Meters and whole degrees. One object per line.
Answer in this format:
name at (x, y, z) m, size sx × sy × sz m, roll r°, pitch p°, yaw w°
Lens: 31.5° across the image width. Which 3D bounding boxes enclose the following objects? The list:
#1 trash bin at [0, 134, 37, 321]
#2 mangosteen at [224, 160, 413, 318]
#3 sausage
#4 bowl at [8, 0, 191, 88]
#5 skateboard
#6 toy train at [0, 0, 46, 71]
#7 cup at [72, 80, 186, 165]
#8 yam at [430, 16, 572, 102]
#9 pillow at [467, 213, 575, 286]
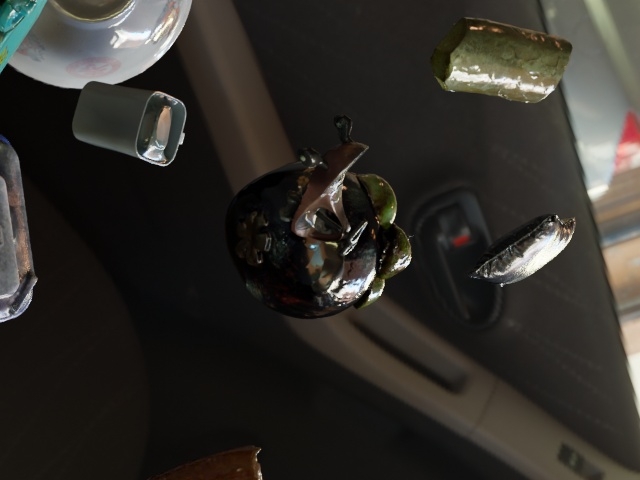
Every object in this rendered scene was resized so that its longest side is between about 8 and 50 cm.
trash bin at (-0.363, -0.019, 0.951) m, size 0.162 × 0.234 × 0.184 m, roll -16°, pitch 106°, yaw -43°
mangosteen at (0.000, 0.000, 1.516) m, size 0.243 × 0.243 × 0.243 m, roll 54°, pitch 24°, yaw -38°
sausage at (-0.202, 0.341, 1.426) m, size 0.103 × 0.302 × 0.076 m, roll -119°, pitch -176°, yaw -67°
bowl at (-0.336, -0.382, 1.619) m, size 0.346 × 0.345 × 0.157 m, roll 63°, pitch -11°, yaw -18°
skateboard at (0.013, -0.043, 1.087) m, size 0.080 × 0.151 × 0.067 m, roll 38°, pitch 56°, yaw 10°
toy train at (-0.342, -0.205, 1.077) m, size 0.112 × 0.203 × 0.163 m, roll 35°, pitch -9°, yaw -6°
cup at (-0.256, -0.163, 1.586) m, size 0.128 × 0.129 × 0.095 m, roll 15°, pitch 91°, yaw -62°
yam at (0.160, -0.164, 1.027) m, size 0.146 × 0.070 × 0.070 m, roll 5°, pitch 60°, yaw -28°
pillow at (0.269, 0.013, 1.493) m, size 0.055 × 0.141 × 0.208 m, roll 53°, pitch 16°, yaw 15°
